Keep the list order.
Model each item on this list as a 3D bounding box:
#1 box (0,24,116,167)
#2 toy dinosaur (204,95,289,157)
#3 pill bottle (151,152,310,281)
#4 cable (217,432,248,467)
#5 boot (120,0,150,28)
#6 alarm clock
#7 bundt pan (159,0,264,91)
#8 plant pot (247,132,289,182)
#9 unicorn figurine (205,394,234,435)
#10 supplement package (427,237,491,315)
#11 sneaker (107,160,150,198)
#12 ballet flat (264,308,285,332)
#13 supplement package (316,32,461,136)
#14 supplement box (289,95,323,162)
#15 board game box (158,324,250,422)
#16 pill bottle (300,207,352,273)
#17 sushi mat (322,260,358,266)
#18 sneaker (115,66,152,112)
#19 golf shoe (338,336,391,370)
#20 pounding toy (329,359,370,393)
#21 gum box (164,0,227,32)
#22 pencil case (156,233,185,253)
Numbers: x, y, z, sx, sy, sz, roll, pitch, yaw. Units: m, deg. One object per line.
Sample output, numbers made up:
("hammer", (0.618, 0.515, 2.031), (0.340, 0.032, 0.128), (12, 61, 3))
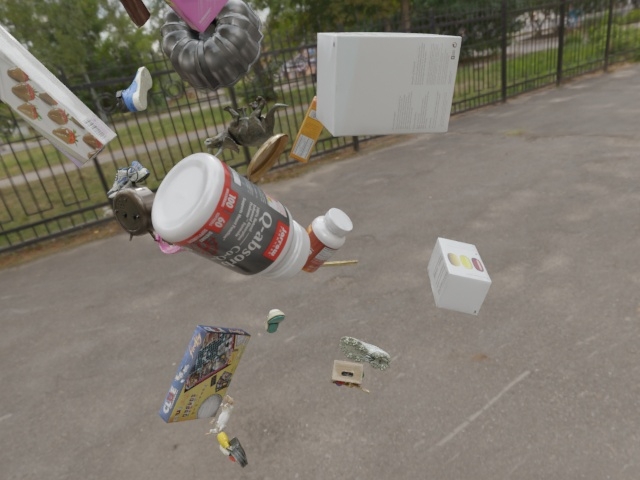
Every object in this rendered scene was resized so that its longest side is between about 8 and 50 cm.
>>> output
("box", (-0.462, -0.252, 0.641), (0.063, 0.324, 0.067), (-37, 26, 13))
("toy dinosaur", (-0.222, -0.366, 1.388), (0.314, 0.160, 0.121), (-9, 7, 19))
("pill bottle", (-0.195, -0.035, 1.036), (0.210, 0.363, 0.210), (-16, 60, 30))
("cable", (-0.292, 0.741, 1.462), (0.072, 0.139, 0.287), (-31, 4, -19))
("boot", (-0.290, -0.359, 0.631), (0.037, 0.114, 0.106), (-11, 53, 4))
("alarm clock", (-0.476, -0.094, 1.100), (0.129, 0.192, 0.064), (12, 21, 26))
("bundt pan", (-0.351, -0.644, 1.328), (0.331, 0.330, 0.124), (-6, -6, 11))
("plant pot", (-0.209, -0.324, 1.657), (0.032, 0.236, 0.236), (40, 37, 3))
("unicorn figurine", (-0.343, 0.618, 1.477), (0.060, 0.111, 0.162), (34, 74, 21))
("supplement package", (0.451, 0.113, 1.418), (0.139, 0.133, 0.244), (12, 28, 0))
("sneaker", (-0.517, -0.162, 1.135), (0.135, 0.058, 0.052), (-33, 8, 11))
("ballet flat", (-0.240, 0.397, 2.184), (0.086, 0.248, 0.086), (11, 55, -16))
("supplement package", (0.137, -0.358, 0.967), (0.263, 0.199, 0.198), (-4, 28, -11))
("supplement box", (-0.038, -0.413, 1.606), (0.080, 0.233, 0.078), (25, 27, -10))
("board game box", (-0.295, 0.344, 1.111), (0.042, 0.243, 0.165), (24, -1, 35))
("pill bottle", (0.000, 0.000, 1.363), (0.216, 0.121, 0.121), (-46, 5, 32))
("sushi mat", (-0.034, 0.092, 1.544), (0.317, 0.019, 0.151), (-3, -1, -33))
("sneaker", (-0.522, -0.416, 1.189), (0.085, 0.058, 0.152), (-9, 64, 11))
("golf shoe", (0.145, 0.360, 1.382), (0.176, 0.069, 0.086), (25, 6, 15))
("pounding toy", (0.109, 0.507, 1.577), (0.141, 0.130, 0.100), (9, 65, 1))
("gum box", (-0.197, -0.480, 0.748), (0.188, 0.107, 0.062), (-51, 46, 2))
("pencil case", (-0.422, -0.017, 1.621), (0.160, 0.167, 0.386), (48, 20, 25))
